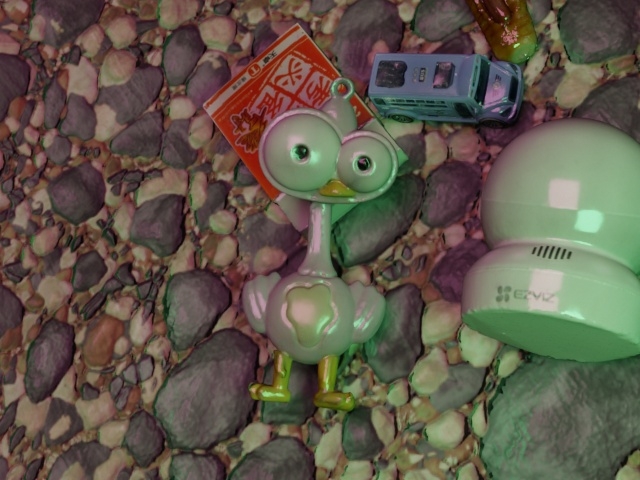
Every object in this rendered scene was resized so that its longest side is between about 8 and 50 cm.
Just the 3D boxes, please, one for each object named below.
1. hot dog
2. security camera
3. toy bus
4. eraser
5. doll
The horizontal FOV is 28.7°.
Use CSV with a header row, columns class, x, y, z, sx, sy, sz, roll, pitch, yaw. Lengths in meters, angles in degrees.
class,x,y,z,sx,sy,sz,roll,pitch,yaw
hot dog,0.192,-0.300,1.450,0.066,0.047,0.215,-25,65,11
security camera,0.248,-0.012,1.257,0.195,0.194,0.236,4,73,24
toy bus,0.142,-0.174,1.414,0.167,0.076,0.073,4,75,25
eraser,-0.021,-0.131,1.491,0.157,0.038,0.230,-40,62,6
doll,0.000,0.000,1.382,0.160,0.094,0.365,6,90,8
